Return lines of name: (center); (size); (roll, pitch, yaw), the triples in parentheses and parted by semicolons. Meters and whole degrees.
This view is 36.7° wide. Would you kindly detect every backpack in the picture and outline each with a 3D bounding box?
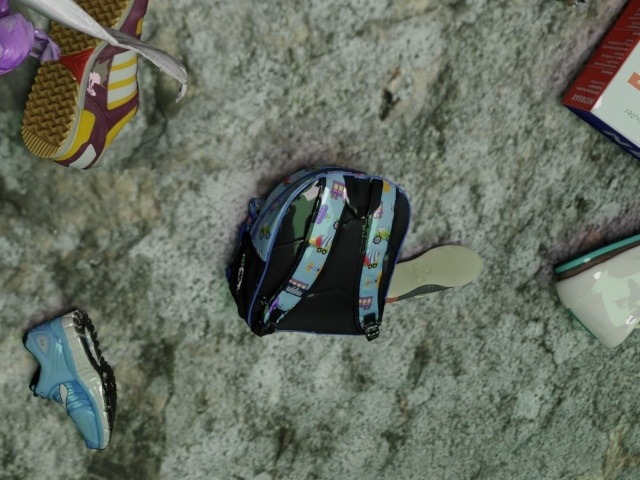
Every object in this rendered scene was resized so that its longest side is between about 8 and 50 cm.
backpack: (0.000, 0.000, 0.941); (0.158, 0.117, 0.173); (5, 116, -27)

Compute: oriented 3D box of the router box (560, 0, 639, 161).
router box: (0.474, -0.174, 1.004); (0.335, 0.082, 0.301); (33, 98, -15)

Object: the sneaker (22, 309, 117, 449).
sneaker: (-0.248, 0.141, 0.956); (0.073, 0.063, 0.162); (-10, 119, 1)

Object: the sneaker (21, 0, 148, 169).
sneaker: (-0.183, -0.150, 0.808); (0.185, 0.070, 0.084); (-64, 156, 4)

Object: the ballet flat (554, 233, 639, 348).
ballet flat: (0.473, 0.010, 1.149); (0.400, 0.139, 0.139); (-25, 126, -6)

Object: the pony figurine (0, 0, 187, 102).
pony figurine: (-0.260, -0.200, 0.633); (0.351, 0.302, 0.363); (32, 118, -24)

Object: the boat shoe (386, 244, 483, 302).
boat shoe: (0.114, 0.040, 1.065); (0.137, 0.049, 0.043); (-15, 166, -20)

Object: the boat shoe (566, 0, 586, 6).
boat shoe: (0.245, -0.266, 0.939); (0.183, 0.066, 0.066); (10, 119, -18)
